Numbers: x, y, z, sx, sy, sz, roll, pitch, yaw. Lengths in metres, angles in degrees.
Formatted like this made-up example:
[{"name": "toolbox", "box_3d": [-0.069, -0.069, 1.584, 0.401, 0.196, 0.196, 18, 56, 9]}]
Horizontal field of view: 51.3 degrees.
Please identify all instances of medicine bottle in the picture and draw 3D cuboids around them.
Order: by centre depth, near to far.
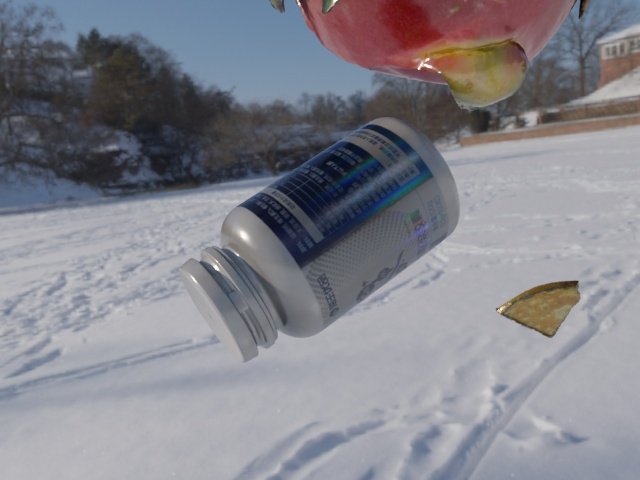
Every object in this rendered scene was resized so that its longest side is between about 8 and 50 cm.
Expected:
[{"name": "medicine bottle", "box_3d": [0.000, 0.000, 0.481, 0.191, 0.107, 0.107, -35, 18, -18]}]

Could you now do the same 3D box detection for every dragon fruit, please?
[{"name": "dragon fruit", "box_3d": [0.086, -0.227, 0.558, 0.290, 0.189, 0.291, 12, 21, -5]}]

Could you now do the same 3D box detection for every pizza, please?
[{"name": "pizza", "box_3d": [0.319, 0.104, 0.966, 0.123, 0.109, 0.026, -19, 38, 9]}]
